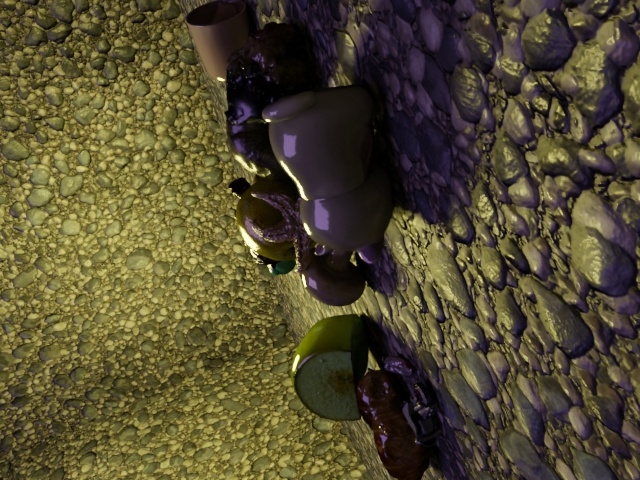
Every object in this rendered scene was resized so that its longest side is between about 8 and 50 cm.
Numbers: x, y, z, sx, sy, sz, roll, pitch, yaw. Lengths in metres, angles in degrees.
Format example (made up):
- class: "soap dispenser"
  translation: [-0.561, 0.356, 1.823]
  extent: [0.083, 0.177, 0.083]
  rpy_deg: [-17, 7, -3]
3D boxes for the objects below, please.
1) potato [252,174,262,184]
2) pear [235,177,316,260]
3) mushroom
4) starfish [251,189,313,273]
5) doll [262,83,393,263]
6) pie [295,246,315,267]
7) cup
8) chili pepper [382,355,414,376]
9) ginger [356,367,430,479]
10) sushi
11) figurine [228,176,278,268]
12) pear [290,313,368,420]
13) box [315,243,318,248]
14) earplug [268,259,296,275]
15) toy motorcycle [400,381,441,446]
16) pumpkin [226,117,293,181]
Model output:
- class: "potato"
  translation: [-0.171, -0.221, 1.887]
  extent: [0.178, 0.158, 0.203]
  rpy_deg: [69, 164, -9]
- class: "pear"
  translation: [-0.125, -0.069, 1.651]
  extent: [0.294, 0.294, 0.294]
  rpy_deg: [158, 90, -78]
- class: "mushroom"
  translation: [0.041, 0.082, 1.484]
  extent: [0.207, 0.209, 0.206]
  rpy_deg: [26, 173, 4]
- class: "starfish"
  translation: [-0.057, -0.075, 1.439]
  extent: [0.060, 0.302, 0.299]
  rpy_deg: [7, -131, -59]
- class: "doll"
  translation: [0.027, -0.150, 1.032]
  extent: [0.215, 0.226, 0.370]
  rpy_deg: [5, 132, 42]
- class: "pie"
  translation: [-0.086, -0.019, 2.013]
  extent: [0.339, 0.083, 0.339]
  rpy_deg: [158, 90, -77]
- class: "cup"
  translation: [-0.302, -0.658, 1.675]
  extent: [0.200, 0.192, 0.252]
  rpy_deg: [76, -165, -46]
- class: "chili pepper"
  translation: [0.221, 0.350, 1.439]
  extent: [0.050, 0.041, 0.153]
  rpy_deg: [51, 155, -14]
- class: "ginger"
  translation: [0.219, 0.576, 1.570]
  extent: [0.274, 0.153, 0.357]
  rpy_deg: [90, 157, -60]
- class: "sushi"
  translation: [-0.128, -0.407, 1.241]
  extent: [0.239, 0.225, 0.218]
  rpy_deg: [18, 128, 31]
- class: "figurine"
  translation: [-0.219, -0.055, 1.880]
  extent: [0.281, 0.167, 0.369]
  rpy_deg: [45, 163, 56]
- class: "pear"
  translation: [0.039, 0.381, 1.718]
  extent: [0.318, 0.239, 0.342]
  rpy_deg: [-74, -21, -57]
- class: "box"
  translation: [0.000, 0.000, 1.790]
  extent: [0.105, 0.037, 0.105]
  rpy_deg: [158, 90, -79]
- class: "earplug"
  translation: [-0.173, 0.028, 2.289]
  extent: [0.258, 0.280, 0.164]
  rpy_deg: [7, 148, 36]
- class: "toy motorcycle"
  translation: [0.266, 0.464, 1.354]
  extent: [0.215, 0.080, 0.122]
  rpy_deg: [90, 155, -48]
- class: "pumpkin"
  translation: [-0.146, -0.302, 1.467]
  extent: [0.324, 0.232, 0.242]
  rpy_deg: [66, 166, -7]
